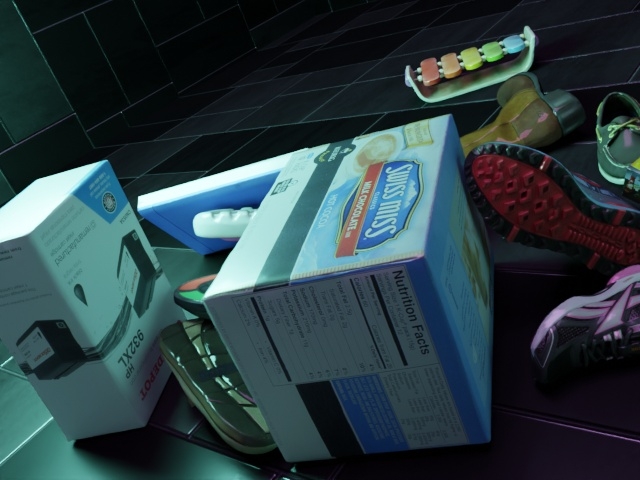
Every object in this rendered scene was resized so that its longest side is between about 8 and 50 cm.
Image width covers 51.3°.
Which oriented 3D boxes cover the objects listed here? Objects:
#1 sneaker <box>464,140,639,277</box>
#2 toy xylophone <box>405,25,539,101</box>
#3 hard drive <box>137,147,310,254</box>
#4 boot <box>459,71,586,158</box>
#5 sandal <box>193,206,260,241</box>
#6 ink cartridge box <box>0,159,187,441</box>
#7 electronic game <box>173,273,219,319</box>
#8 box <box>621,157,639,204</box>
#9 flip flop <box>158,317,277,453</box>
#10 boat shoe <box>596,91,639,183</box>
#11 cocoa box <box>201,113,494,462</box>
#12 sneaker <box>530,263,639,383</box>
[{"bbox_3d":[0.280,-0.039,0.799,0.104,0.262,0.125,-59,8,18],"label":"sneaker"},{"bbox_3d":[0.361,-0.429,1.623,0.322,0.081,0.236,-19,25,8],"label":"toy xylophone"},{"bbox_3d":[-0.123,-0.057,1.167,0.318,0.210,0.040,-13,63,20],"label":"hard drive"},{"bbox_3d":[0.304,-0.192,1.239,0.280,0.096,0.264,-30,33,2],"label":"boot"},{"bbox_3d":[0.005,-0.002,1.052,0.416,0.102,0.169,2,8,16],"label":"sandal"},{"bbox_3d":[-0.320,0.080,0.917,0.129,0.307,0.223,-13,26,15],"label":"ink cartridge box"},{"bbox_3d":[-0.097,0.071,0.969,0.229,0.048,0.229,-3,9,0],"label":"electronic game"},{"bbox_3d":[0.484,-0.090,0.753,0.233,0.044,0.159,-34,48,-20],"label":"box"},{"bbox_3d":[-0.125,0.179,0.834,0.112,0.080,0.277,-10,31,-29],"label":"flip flop"},{"bbox_3d":[0.463,-0.161,1.025,0.081,0.069,0.228,-12,27,23],"label":"boat shoe"},{"bbox_3d":[0.064,0.039,0.767,0.228,0.231,0.347,-13,27,22],"label":"cocoa box"},{"bbox_3d":[0.295,0.091,0.676,0.178,0.072,0.077,-34,37,-10],"label":"sneaker"}]
